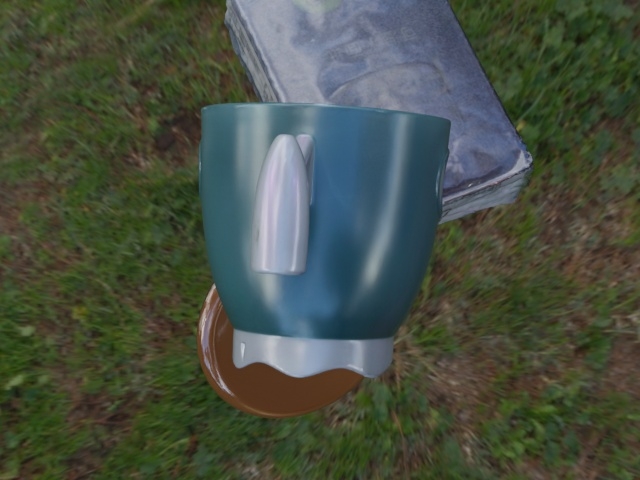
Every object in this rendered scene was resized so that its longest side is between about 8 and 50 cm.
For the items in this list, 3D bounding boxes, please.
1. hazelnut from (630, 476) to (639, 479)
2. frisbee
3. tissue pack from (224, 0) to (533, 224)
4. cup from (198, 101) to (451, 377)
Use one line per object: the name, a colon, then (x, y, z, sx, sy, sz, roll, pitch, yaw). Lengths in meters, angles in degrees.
hazelnut: (0.174, 0.193, 0.499, 0.181, 0.181, 0.212, -3, 116, -5)
frisbee: (-0.021, 0.095, 1.441, 0.250, 0.021, 0.251, -11, 118, -22)
tissue pack: (0.072, -0.198, 1.692, 0.288, 0.124, 0.394, -19, 71, -13)
cup: (0.000, 0.000, 0.843, 0.167, 0.299, 0.173, 2, 91, 10)
